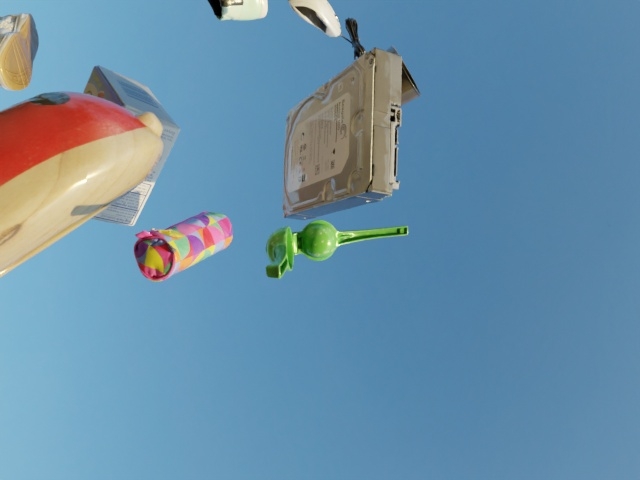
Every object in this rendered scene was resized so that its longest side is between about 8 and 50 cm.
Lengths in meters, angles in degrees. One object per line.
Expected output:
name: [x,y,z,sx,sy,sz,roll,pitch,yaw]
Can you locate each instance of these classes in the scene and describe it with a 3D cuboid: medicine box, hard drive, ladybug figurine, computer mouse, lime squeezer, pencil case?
medicine box: [-0.509,-0.232,1.203,0.263,0.149,0.289,47,-68,39]
hard drive: [0.023,-0.173,0.905,0.338,0.064,0.237,-8,-101,61]
ladybug figurine: [-0.422,-0.059,0.658,0.449,0.305,0.162,-36,-76,-10]
computer mouse: [0.017,-0.446,0.977,0.042,0.192,0.106,-30,-127,40]
lime squeezer: [0.000,0.000,0.636,0.109,0.310,0.059,-17,-92,36]
pencil case: [-0.275,0.003,1.004,0.104,0.236,0.105,5,-76,18]

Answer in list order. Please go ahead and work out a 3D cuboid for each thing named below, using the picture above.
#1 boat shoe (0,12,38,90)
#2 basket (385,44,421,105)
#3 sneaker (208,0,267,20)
boat shoe: [-0.632,-0.374,0.968,0.277,0.096,0.098,-113,-156,-47]
basket: [0.151,-0.423,1.406,0.226,0.154,0.205,-31,-148,20]
sneaker: [-0.219,-0.655,1.153,0.094,0.151,0.256,19,-53,50]
